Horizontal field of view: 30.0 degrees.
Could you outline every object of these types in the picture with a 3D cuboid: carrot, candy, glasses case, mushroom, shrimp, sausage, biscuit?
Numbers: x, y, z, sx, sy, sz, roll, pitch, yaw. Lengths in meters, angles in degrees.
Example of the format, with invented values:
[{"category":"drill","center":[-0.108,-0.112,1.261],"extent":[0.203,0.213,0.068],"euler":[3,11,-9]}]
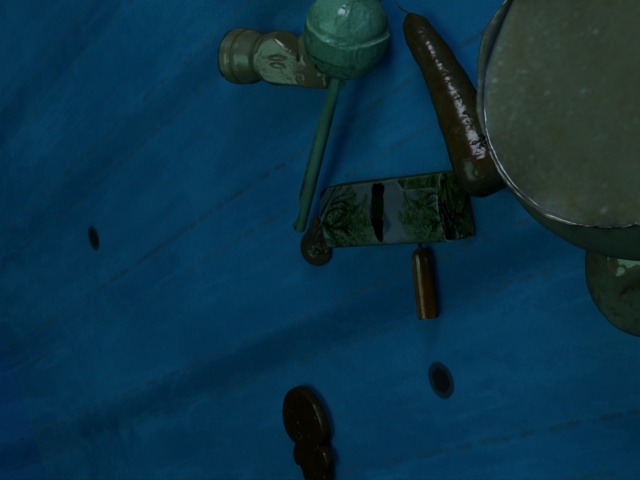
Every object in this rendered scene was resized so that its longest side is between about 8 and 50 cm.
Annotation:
[{"category":"carrot","center":[0.162,-0.192,1.525],"extent":[0.078,0.078,0.298],"euler":[-48,60,51]},{"category":"candy","center":[0.008,-0.171,1.731],"extent":[0.119,0.119,0.440],"euler":[50,144,33]},{"category":"glasses case","center":[0.099,-0.041,1.672],"extent":[0.272,0.062,0.095],"euler":[-5,99,55]},{"category":"mushroom","center":[0.362,0.027,1.257],"extent":[0.166,0.127,0.166],"euler":[7,126,9]},{"category":"shrimp","center":[0.000,0.000,1.867],"extent":[0.059,0.023,0.108],"euler":[50,139,18]},{"category":"sausage","center":[0.144,0.056,1.671],"extent":[0.031,0.031,0.107],"euler":[6,107,54]},{"category":"biscuit","center":[-0.018,0.329,2.009],"extent":[0.124,0.026,0.175],"euler":[-5,97,57]}]

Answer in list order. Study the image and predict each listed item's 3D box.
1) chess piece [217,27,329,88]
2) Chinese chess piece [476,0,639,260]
[{"category":"chess piece","center":[-0.057,-0.275,1.807],"extent":[0.200,0.090,0.090],"euler":[11,112,41]},{"category":"Chinese chess piece","center":[0.315,-0.148,1.149],"extent":[0.338,0.140,0.338],"euler":[-9,75,36]}]
